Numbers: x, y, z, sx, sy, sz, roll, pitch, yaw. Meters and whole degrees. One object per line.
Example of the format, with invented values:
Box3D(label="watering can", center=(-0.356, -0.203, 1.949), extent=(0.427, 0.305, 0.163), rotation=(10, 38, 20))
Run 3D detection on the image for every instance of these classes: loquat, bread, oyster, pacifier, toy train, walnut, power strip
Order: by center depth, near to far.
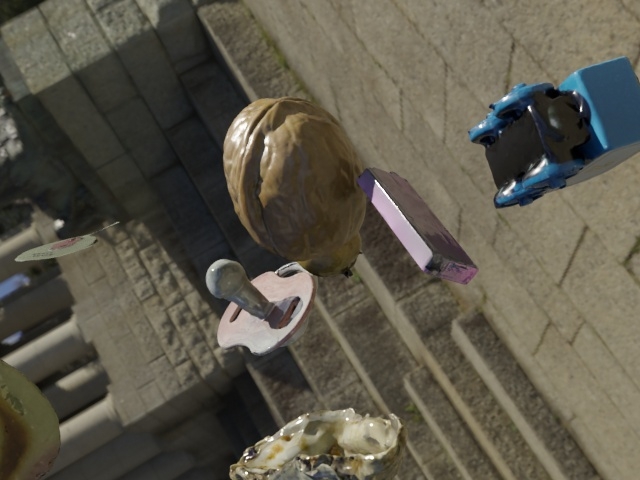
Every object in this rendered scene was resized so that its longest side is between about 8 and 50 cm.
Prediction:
Box3D(label="bread", center=(-0.402, 0.181, 0.720), extent=(0.338, 0.187, 0.155), rotation=(1, 121, 45))
Box3D(label="oyster", center=(0.000, 0.298, 0.983), extent=(0.110, 0.341, 0.166), rotation=(55, -147, -3))
Box3D(label="power strip", center=(0.156, -0.030, 1.253), extent=(0.109, 0.037, 0.279), rotation=(15, -150, -37))
Box3D(label="toy train", center=(0.417, -0.179, 1.317), extent=(0.300, 0.265, 0.187), rotation=(114, 137, -79))
Box3D(label="walnut", center=(-0.049, -0.119, 1.422), extent=(0.277, 0.252, 0.312), rotation=(-111, 6, -57))
Box3D(label="loquat", center=(0.000, 0.000, 1.694), extent=(0.205, 0.149, 0.172), rotation=(32, -177, 1))
Box3D(label="pacifier", center=(-0.148, 0.156, 1.818), extent=(0.332, 0.273, 0.220), rotation=(-2, 87, 53))

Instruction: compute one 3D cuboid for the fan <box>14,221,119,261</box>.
Box3D(label="fan", center=(-0.544, -0.004, 1.702), extent=(0.310, 0.182, 0.010), rotation=(-40, -57, -64))
